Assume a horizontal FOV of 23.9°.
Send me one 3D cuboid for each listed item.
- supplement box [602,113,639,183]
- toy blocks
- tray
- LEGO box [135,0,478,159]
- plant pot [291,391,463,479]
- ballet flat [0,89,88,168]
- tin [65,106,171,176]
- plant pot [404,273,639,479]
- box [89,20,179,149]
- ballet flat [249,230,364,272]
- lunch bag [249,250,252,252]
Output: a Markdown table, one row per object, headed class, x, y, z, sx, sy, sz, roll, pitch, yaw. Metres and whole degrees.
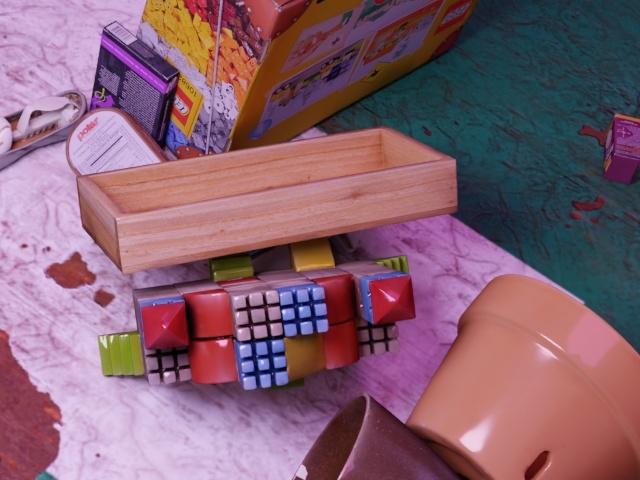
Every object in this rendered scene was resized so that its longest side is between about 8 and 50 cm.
| class | x | y | z | sx | sy | sz | roll | pitch | yaw |
| --- | --- | --- | --- | --- | --- | --- | --- | --- | --- |
| supplement box | 0.433 | -0.131 | 2.163 | 0.043 | 0.055 | 0.083 | 13 | 50 | -3 |
| toy blocks | -0.057 | 0.094 | 1.685 | 0.381 | 0.261 | 0.191 | -7 | 95 | -9 |
| tray | -0.065 | -0.053 | 1.802 | 0.410 | 0.076 | 0.203 | -11 | 20 | -19 |
| LEGO box | 0.015 | -0.340 | 2.001 | 0.500 | 0.372 | 0.193 | -32 | 73 | -33 |
| plant pot | 0.089 | 0.316 | 1.639 | 0.230 | 0.215 | 0.215 | 32 | 50 | -7 |
| ballet flat | -0.395 | -0.143 | 1.945 | 0.213 | 0.068 | 0.072 | -26 | 63 | -30 |
| tin | -0.251 | -0.092 | 1.927 | 0.106 | 0.040 | 0.190 | -41 | 67 | -1 |
| plant pot | 0.234 | 0.213 | 1.713 | 0.291 | 0.291 | 0.203 | 40 | 70 | 17 |
| box | -0.244 | -0.191 | 1.962 | 0.116 | 0.162 | 0.029 | 39 | 50 | 15 |
| ballet flat | 0.000 | 0.000 | 1.940 | 0.086 | 0.086 | 0.248 | 42 | 56 | 19 |
| lunch bag | -0.102 | -0.026 | 1.927 | 0.053 | 0.071 | 0.083 | -8 | 55 | -22 |
